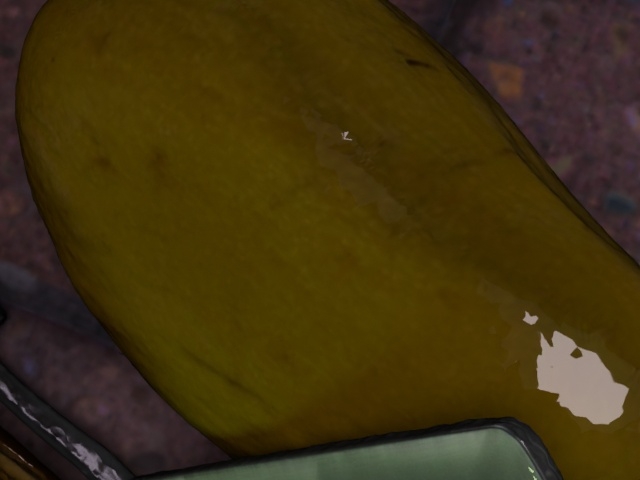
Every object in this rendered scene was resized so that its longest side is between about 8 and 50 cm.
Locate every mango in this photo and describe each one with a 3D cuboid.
[{"bbox_3d":[-0.005,0.004,0.596,0.332,0.142,0.195,49,130,24],"label":"mango"}]

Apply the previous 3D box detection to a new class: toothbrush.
[{"bbox_3d":[-0.081,0.122,0.678,0.030,0.030,0.297,-44,82,-8],"label":"toothbrush"}]

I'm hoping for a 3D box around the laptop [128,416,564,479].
[{"bbox_3d":[0.032,0.158,0.549,0.015,0.269,0.188,-34,98,-35],"label":"laptop"}]

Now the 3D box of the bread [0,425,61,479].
[{"bbox_3d":[-0.190,0.109,0.633,0.236,0.140,0.106,39,86,5],"label":"bread"}]
